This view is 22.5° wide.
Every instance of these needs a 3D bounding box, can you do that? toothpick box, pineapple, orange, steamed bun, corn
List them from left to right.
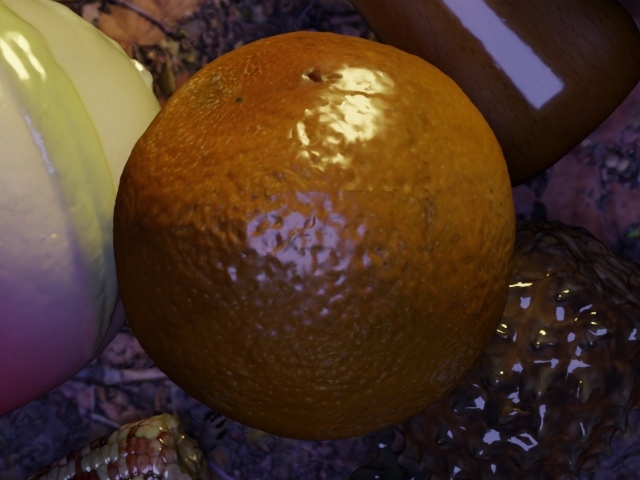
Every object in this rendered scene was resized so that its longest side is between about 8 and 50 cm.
[{"bbox_3d":[-0.251,-0.001,1.060,0.309,0.309,0.309,1,98,6],"label":"steamed bun"},{"bbox_3d":[-0.201,0.213,1.214,0.253,0.086,0.086,-28,94,12],"label":"corn"},{"bbox_3d":[0.000,0.000,0.988,0.264,0.264,0.264,1,98,6],"label":"orange"},{"bbox_3d":[0.074,-0.184,1.081,0.192,0.192,0.294,-42,98,10],"label":"toothpick box"},{"bbox_3d":[0.096,0.152,1.148,0.175,0.175,0.361,38,113,0],"label":"pineapple"}]
